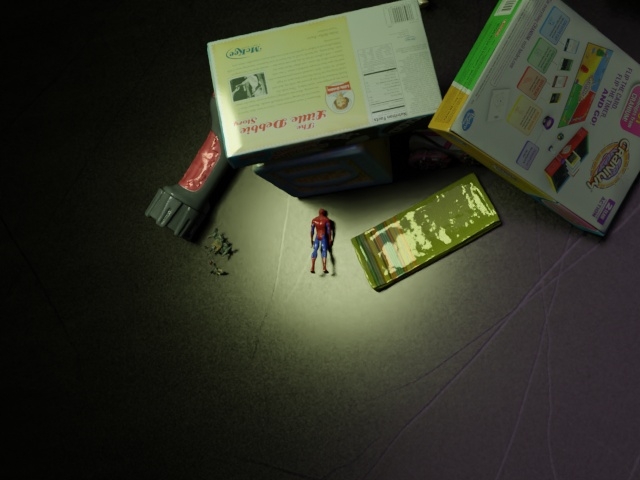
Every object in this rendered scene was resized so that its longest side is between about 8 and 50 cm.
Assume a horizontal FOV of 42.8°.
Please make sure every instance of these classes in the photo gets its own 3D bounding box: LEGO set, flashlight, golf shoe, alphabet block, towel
[{"bbox_3d":[-0.182,0.020,1.467,0.054,0.023,0.083,18,99,25],"label":"LEGO set"},{"bbox_3d":[-0.206,-0.156,1.464,0.103,0.103,0.304,34,91,22],"label":"flashlight"},{"bbox_3d":[0.232,-0.165,1.324,0.186,0.067,0.086,-1,77,20],"label":"golf shoe"},{"bbox_3d":[0.001,-0.197,1.348,0.192,0.193,0.197,-7,77,17],"label":"alphabet block"},{"bbox_3d":[0.169,-0.014,1.342,0.237,0.021,0.102,-30,72,12],"label":"towel"}]

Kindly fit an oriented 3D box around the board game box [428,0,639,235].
[{"bbox_3d":[0.344,-0.185,1.179,0.242,0.317,0.064,-60,23,0],"label":"board game box"}]

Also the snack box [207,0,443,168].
[{"bbox_3d":[0.006,-0.232,1.208,0.322,0.060,0.187,-11,76,2],"label":"snack box"}]

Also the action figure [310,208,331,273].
[{"bbox_3d":[0.000,0.000,1.397,0.038,0.030,0.115,-2,74,14],"label":"action figure"}]

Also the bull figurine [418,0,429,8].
[{"bbox_3d":[0.251,-0.528,1.372,0.310,0.101,0.188,-18,75,16],"label":"bull figurine"}]
